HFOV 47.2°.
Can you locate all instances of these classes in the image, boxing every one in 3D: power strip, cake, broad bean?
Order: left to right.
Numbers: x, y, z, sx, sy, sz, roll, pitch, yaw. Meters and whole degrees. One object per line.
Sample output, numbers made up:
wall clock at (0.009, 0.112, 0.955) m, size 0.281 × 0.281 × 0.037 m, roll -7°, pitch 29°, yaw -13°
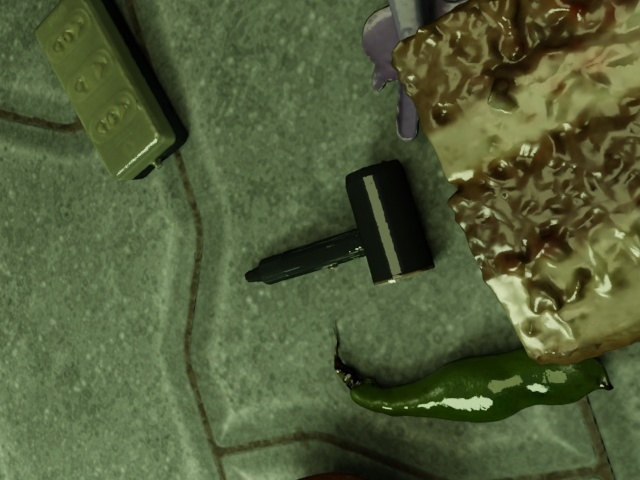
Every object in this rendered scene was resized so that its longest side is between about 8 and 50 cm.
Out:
power strip at (-0.274, -0.201, 0.957) m, size 0.105 × 0.070 × 0.257 m, roll -35°, pitch 81°, yaw 28°
broad bean at (0.146, 0.148, 0.785) m, size 0.318 × 0.056 × 0.098 m, roll -1°, pitch 97°, yaw 31°
cake at (0.247, -0.086, 0.571) m, size 0.255 × 0.282 × 0.290 m, roll -27°, pitch 86°, yaw 32°

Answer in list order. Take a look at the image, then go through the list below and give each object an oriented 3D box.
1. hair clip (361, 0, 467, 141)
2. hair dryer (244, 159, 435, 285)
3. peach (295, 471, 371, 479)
hair clip at (0.099, -0.246, 0.747) m, size 0.137 × 0.090 × 0.278 m, roll -10°, pitch 100°, yaw 16°
hair dryer at (0.000, 0.000, 0.844) m, size 0.255 × 0.070 × 0.128 m, roll -16°, pitch 89°, yaw 34°
peach at (0.000, 0.365, 0.810) m, size 0.232 × 0.232 × 0.232 m, roll 4°, pitch 99°, yaw 28°
